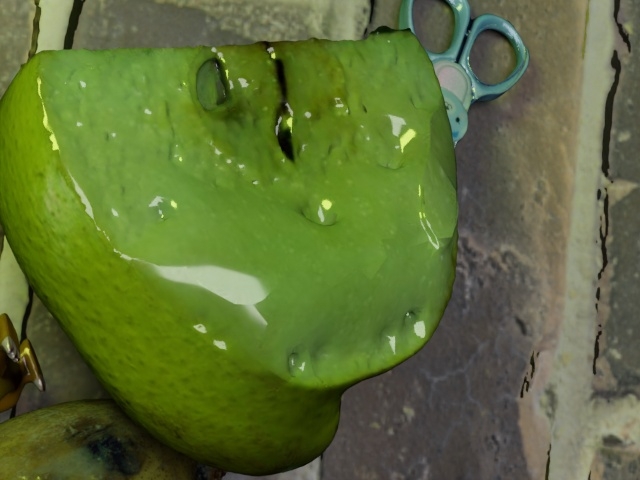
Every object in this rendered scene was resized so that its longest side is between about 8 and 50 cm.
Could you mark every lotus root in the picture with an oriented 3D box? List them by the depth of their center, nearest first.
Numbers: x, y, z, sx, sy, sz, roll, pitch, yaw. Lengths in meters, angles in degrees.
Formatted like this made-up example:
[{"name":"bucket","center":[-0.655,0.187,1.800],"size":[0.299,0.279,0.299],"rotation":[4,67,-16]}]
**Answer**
[{"name":"lotus root","center":[-0.171,0.192,1.249],"size":[0.278,0.154,0.154],"rotation":[-17,88,-30]}]

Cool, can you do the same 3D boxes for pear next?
[{"name":"pear","center":[-0.061,0.019,1.235],"size":[0.342,0.238,0.318],"rotation":[-6,70,-32]}]

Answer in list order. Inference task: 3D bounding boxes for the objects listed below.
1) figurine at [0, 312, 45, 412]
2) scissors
[{"name":"figurine","center":[-0.307,0.103,1.249],"size":[0.176,0.121,0.122],"rotation":[-37,67,-11]},{"name":"scissors","center":[0.098,-0.105,1.421],"size":[0.125,0.030,0.256],"rotation":[28,60,-14]}]
